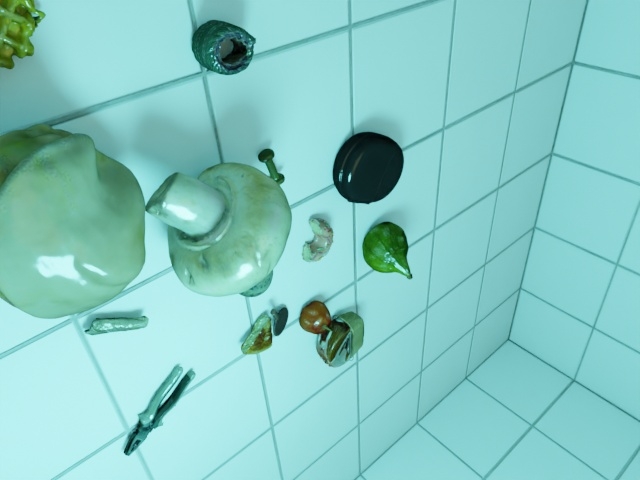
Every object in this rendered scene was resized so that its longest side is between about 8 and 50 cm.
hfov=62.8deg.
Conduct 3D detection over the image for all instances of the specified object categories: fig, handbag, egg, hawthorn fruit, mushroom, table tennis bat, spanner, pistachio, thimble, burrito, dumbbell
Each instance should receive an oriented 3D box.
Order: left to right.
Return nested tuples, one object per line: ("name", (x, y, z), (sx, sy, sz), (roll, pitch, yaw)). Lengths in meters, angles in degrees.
("pistachio", (-0.527, -0.030, 1.084), (0.446, 0.281, 0.365), (88, 27, -47))
("burrito", (-0.549, 0.229, 1.424), (0.171, 0.042, 0.051), (6, 141, -43))
("spanner", (-0.521, 0.546, 1.675), (0.325, 0.040, 0.095), (-54, 141, -5))
("mushroom", (-0.261, -0.049, 1.354), (0.325, 0.352, 0.354), (-79, 174, -59))
("thimble", (-0.231, -0.458, 1.255), (0.135, 0.090, 0.119), (-9, 124, -45))
("egg", (-0.216, 0.086, 1.609), (0.141, 0.141, 0.182), (-16, 117, -39))
("dumbbell", (-0.144, -0.214, 1.547), (0.052, 0.046, 0.118), (-38, 138, -14))
("table tennis bat", (-0.102, 0.293, 1.848), (0.170, 0.119, 0.108), (67, 42, -62))
("hawthorn fruit", (-0.019, 0.295, 1.972), (0.125, 0.140, 0.125), (-4, 119, -7))
("handbag", (0.170, -0.245, 1.819), (0.307, 0.093, 0.254), (1, 114, -47))
("fig", (0.285, 0.049, 2.030), (0.203, 0.235, 0.203), (-24, 133, -29))

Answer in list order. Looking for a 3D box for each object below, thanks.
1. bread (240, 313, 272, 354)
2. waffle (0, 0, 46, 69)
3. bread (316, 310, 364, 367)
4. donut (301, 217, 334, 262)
("bread", (-0.209, 0.347, 1.853), (0.154, 0.054, 0.136), (-54, 144, -14))
("waffle", (-0.623, -0.421, 0.892), (0.329, 0.062, 0.330), (-26, 131, -33))
("bread", (0.086, 0.413, 2.142), (0.211, 0.142, 0.225), (-32, 136, -32))
("donut", (0.000, 0.000, 1.831), (0.117, 0.065, 0.166), (-10, 124, -42))
